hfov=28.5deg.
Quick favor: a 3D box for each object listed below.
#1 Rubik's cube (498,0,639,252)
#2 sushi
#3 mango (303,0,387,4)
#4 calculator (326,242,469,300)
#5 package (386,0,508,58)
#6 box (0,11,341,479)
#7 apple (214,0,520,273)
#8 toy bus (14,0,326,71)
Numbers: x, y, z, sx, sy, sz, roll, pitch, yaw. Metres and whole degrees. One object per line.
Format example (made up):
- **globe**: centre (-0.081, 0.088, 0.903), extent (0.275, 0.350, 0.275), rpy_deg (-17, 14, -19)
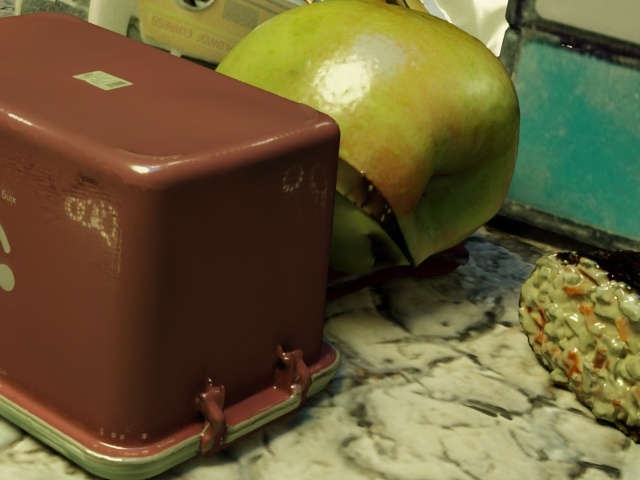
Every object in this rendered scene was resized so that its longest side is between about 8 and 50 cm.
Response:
- **Rubik's cube**: centre (0.334, -0.155, 1.001), extent (0.313, 0.318, 0.316), rpy_deg (20, 27, 21)
- **sushi**: centre (0.185, 0.058, 0.749), extent (0.078, 0.090, 0.150), rpy_deg (-11, 32, -29)
- **mango**: centre (-0.044, -0.242, 1.238), extent (0.199, 0.201, 0.350), rpy_deg (-30, 47, -20)
- **calculator**: centre (0.000, 0.000, 0.887), extent (0.190, 0.034, 0.126), rpy_deg (-13, 33, -38)
- **package**: centre (0.117, -0.291, 1.292), extent (0.165, 0.221, 0.311), rpy_deg (-34, 72, -4)
- **box**: centre (-0.131, -0.017, 0.715), extent (0.294, 0.167, 0.193), rpy_deg (24, 26, 32)
- **apple**: centre (0.022, -0.075, 0.834), extent (0.207, 0.174, 0.188), rpy_deg (-3, 28, -45)
- **toy bus**: centre (-0.079, -0.146, 0.958), extent (0.097, 0.138, 0.342), rpy_deg (15, 5, 35)
